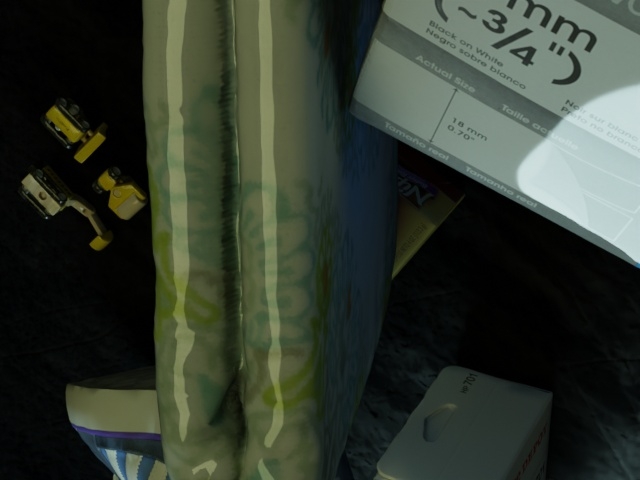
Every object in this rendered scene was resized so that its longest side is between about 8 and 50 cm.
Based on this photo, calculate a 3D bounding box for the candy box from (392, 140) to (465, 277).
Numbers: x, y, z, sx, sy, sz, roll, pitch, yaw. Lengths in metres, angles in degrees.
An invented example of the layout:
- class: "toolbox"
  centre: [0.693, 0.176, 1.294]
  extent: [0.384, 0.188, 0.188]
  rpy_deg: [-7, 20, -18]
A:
- class: "candy box"
  centre: [0.000, 0.000, 1.038]
  extent: [0.109, 0.053, 0.187]
  rpy_deg: [42, 130, 3]

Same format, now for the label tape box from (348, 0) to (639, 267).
- class: "label tape box"
  centre: [0.162, -0.112, 0.592]
  extent: [0.240, 0.106, 0.334]
  rpy_deg: [28, 153, 3]

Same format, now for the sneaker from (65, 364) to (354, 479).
- class: "sneaker"
  centre: [-0.075, 0.207, 1.074]
  extent: [0.323, 0.130, 0.236]
  rpy_deg: [-3, 97, 60]

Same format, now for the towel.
- class: "towel"
  centre: [-0.020, -0.062, 0.797]
  extent: [0.090, 0.320, 0.375]
  rpy_deg: [2, 106, 10]

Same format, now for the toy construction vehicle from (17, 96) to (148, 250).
- class: "toy construction vehicle"
  centre: [-0.173, -0.049, 1.132]
  extent: [0.098, 0.035, 0.086]
  rpy_deg: [45, 120, -3]

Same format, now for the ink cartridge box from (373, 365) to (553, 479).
- class: "ink cartridge box"
  centre: [0.095, 0.204, 1.049]
  extent: [0.082, 0.139, 0.191]
  rpy_deg: [15, 125, 21]
